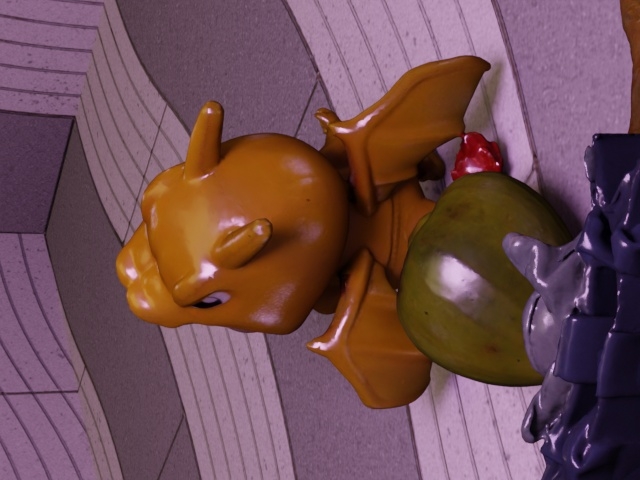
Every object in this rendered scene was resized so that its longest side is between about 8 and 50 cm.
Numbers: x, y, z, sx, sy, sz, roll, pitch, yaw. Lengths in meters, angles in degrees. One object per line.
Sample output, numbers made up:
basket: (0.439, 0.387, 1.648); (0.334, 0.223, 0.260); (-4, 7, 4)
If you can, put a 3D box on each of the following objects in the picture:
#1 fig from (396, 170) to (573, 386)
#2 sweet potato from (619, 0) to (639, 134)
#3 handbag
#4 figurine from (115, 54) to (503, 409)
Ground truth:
fig: (0.184, 0.050, 1.374); (0.225, 0.203, 0.203); (33, 129, 16)
sweet potato: (0.298, -0.095, 1.219); (0.108, 0.079, 0.346); (136, 134, -74)
handbag: (0.267, 0.076, 1.050); (0.118, 0.269, 0.326); (-142, 56, -62)
figurine: (0.002, -0.037, 1.521); (0.268, 0.387, 0.401); (39, 122, 43)
